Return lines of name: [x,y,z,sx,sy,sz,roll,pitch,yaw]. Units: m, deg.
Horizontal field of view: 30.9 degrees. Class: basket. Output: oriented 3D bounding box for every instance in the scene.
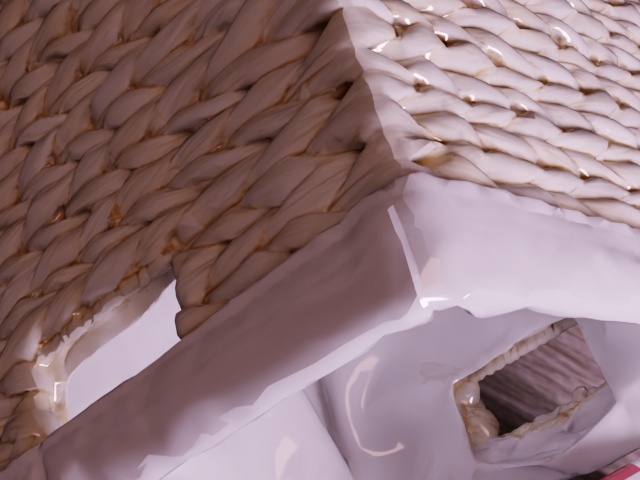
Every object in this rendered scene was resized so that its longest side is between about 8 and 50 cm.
basket: [0.000,0.000,0.572,0.331,0.328,0.266,7,55,-47]

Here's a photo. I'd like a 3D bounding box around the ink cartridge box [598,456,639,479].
ink cartridge box: [0.178,0.199,0.647,0.128,0.176,0.127,-25,70,-16]
